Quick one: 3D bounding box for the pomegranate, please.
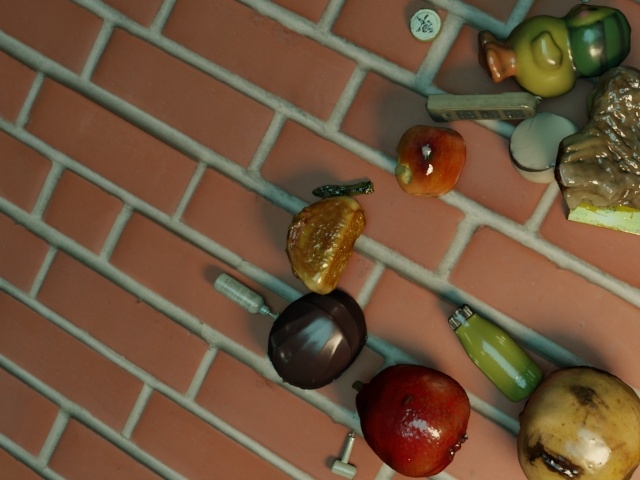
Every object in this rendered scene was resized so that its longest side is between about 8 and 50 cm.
[{"bbox_3d":[0.592,0.446,1.740,0.322,0.322,0.322,0,91,14],"label":"pomegranate"}]

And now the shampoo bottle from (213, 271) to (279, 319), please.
[{"bbox_3d":[-0.195,0.158,2.051,0.195,0.056,0.056,33,98,11],"label":"shampoo bottle"}]

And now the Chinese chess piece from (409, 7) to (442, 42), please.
[{"bbox_3d":[0.266,-0.544,1.933,0.084,0.034,0.084,1,93,13],"label":"Chinese chess piece"}]

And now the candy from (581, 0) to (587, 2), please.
[{"bbox_3d":[0.585,-0.643,1.850,0.043,0.045,0.175,-40,79,-23],"label":"candy"}]

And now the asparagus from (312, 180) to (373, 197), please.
[{"bbox_3d":[0.056,-0.132,1.996,0.165,0.030,0.036,-3,115,12],"label":"asparagus"}]

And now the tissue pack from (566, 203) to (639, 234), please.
[{"bbox_3d":[0.688,-0.076,1.828,0.176,0.062,0.095,14,95,14],"label":"tissue pack"}]

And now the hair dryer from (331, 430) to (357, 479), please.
[{"bbox_3d":[0.076,0.561,2.010,0.063,0.038,0.124,18,88,11],"label":"hair dryer"}]

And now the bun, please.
[{"bbox_3d":[0.544,-0.212,1.829,0.173,0.120,0.173,-15,60,28],"label":"bun"}]

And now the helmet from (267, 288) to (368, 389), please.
[{"bbox_3d":[-0.025,0.265,1.953,0.225,0.177,0.305,42,99,7],"label":"helmet"}]

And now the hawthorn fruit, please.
[{"bbox_3d":[0.211,0.419,1.865,0.307,0.265,0.265,32,99,30],"label":"hawthorn fruit"}]

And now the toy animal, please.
[{"bbox_3d":[0.550,-0.437,1.793,0.338,0.216,0.191,-13,115,10],"label":"toy animal"}]

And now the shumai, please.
[{"bbox_3d":[0.652,-0.194,1.726,0.283,0.217,0.346,-26,94,8],"label":"shumai"}]

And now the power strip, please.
[{"bbox_3d":[0.391,-0.324,1.851,0.286,0.080,0.048,3,76,28],"label":"power strip"}]

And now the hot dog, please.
[{"bbox_3d":[0.000,0.000,1.938,0.153,0.150,0.256,20,79,29],"label":"hot dog"}]

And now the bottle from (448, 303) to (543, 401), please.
[{"bbox_3d":[0.421,0.269,1.875,0.112,0.112,0.260,-45,81,11],"label":"bottle"}]

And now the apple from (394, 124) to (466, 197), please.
[{"bbox_3d":[0.264,-0.192,1.875,0.199,0.199,0.199,0,91,14],"label":"apple"}]
